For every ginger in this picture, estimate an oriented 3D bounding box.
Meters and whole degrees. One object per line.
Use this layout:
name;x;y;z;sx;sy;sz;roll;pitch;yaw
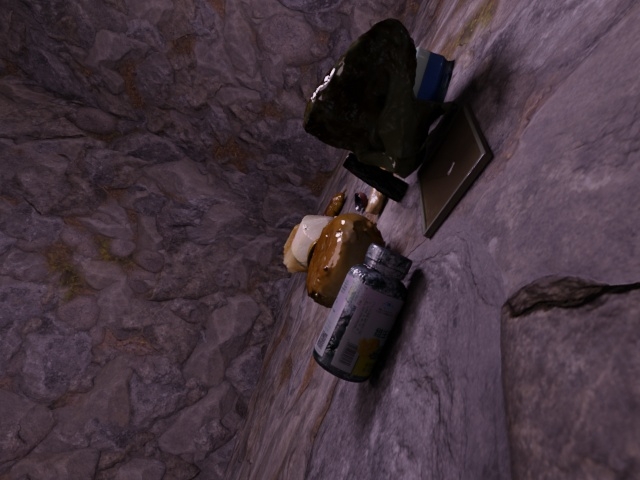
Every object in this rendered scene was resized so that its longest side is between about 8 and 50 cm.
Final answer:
ginger;0.223;-0.214;1.519;0.118;0.065;0.298;117;170;-57

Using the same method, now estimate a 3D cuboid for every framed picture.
framed picture;0.302;-0.176;0.977;0.314;0.024;0.232;-77;13;-52

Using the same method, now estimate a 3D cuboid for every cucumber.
cucumber;0.163;-0.193;1.282;0.062;0.212;0.078;-67;9;-16

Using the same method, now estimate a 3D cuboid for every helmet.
helmet;0.178;-0.169;1.756;0.065;0.049;0.083;44;145;49

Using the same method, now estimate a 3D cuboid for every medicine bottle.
medicine bottle;0.100;0.155;0.916;0.141;0.142;0.293;-127;60;-82

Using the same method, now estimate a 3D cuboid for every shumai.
shumai;0.167;-0.339;1.132;0.395;0.348;0.395;-42;3;3

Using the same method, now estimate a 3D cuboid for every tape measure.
tape measure;0.314;-0.483;1.407;0.262;0.138;0.259;130;164;-66

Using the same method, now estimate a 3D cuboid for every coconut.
coconut;0.000;0.000;1.847;0.239;0.239;0.244;-80;13;-62

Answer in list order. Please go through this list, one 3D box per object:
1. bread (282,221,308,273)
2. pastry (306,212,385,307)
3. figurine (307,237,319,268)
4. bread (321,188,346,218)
bread;-0.079;0.036;2.414;0.270;0.212;0.315;-58;22;24
pastry;0.081;0.063;1.175;0.316;0.184;0.284;149;140;-74
figurine;0.033;0.072;1.603;0.192;0.167;0.257;-52;11;5
bread;0.069;-0.176;2.441;0.124;0.084;0.343;-78;14;-56
